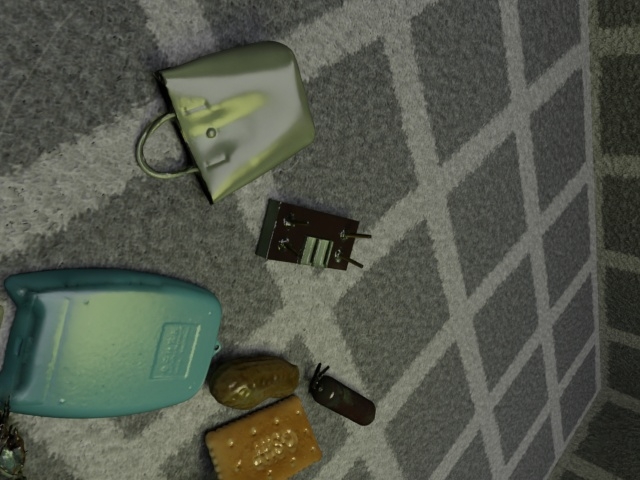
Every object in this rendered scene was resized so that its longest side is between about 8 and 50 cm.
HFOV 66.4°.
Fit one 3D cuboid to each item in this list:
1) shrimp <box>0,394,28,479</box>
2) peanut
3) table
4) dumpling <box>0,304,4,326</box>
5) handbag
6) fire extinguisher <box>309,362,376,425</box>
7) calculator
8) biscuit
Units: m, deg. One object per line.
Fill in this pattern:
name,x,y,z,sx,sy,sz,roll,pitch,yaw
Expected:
shrimp,-0.468,0.318,0.715,0.079,0.090,0.233,8,115,-27
peanut,-0.133,0.295,1.021,0.225,0.095,0.108,5,114,-47
table,0.000,0.000,1.043,0.240,0.111,0.122,10,96,-43
dumpling,-0.513,0.090,0.592,0.163,0.132,0.250,-60,143,-20
handbag,-0.163,-0.199,0.847,0.315,0.109,0.242,-33,122,-27
fire extinguisher,0.052,0.387,1.226,0.089,0.072,0.267,-53,131,-6
calculator,-0.332,0.180,0.834,0.386,0.054,0.257,13,93,-44
biscuit,-0.116,0.447,1.058,0.249,0.030,0.160,-9,67,-41
